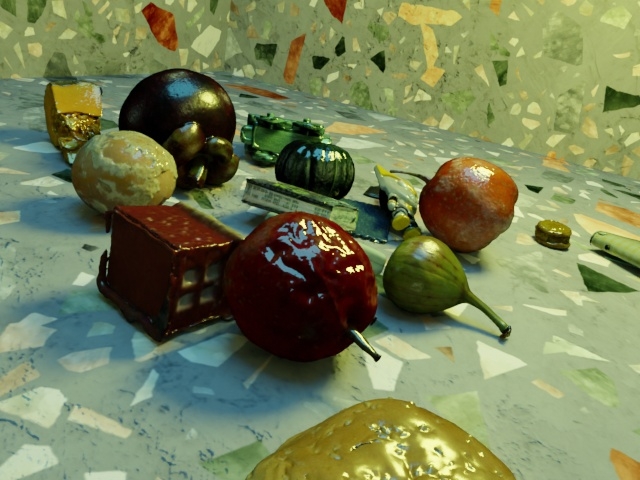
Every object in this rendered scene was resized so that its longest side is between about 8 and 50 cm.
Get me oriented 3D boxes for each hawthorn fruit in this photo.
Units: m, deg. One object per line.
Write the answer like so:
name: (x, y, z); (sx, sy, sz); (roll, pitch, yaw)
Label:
hawthorn fruit: (0.355, -0.092, 1.313); (0.263, 0.235, 0.231); (26, 45, -35)
hawthorn fruit: (-0.007, 0.091, 0.814); (0.266, 0.210, 0.230); (43, 40, 22)

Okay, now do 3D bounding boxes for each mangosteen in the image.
mangosteen: (-0.357, -0.278, 1.417); (0.307, 0.307, 0.347); (-14, 63, -44)

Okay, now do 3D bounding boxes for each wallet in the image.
wallet: (0.929, 0.059, 1.458); (0.223, 0.077, 0.309); (3, 22, -24)

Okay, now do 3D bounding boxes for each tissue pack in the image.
tissue pack: (-0.044, -0.084, 1.276); (0.235, 0.073, 0.173); (19, 8, 22)

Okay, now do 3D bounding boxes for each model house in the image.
model house: (-0.207, 0.031, 0.902); (0.196, 0.160, 0.254); (27, 26, 34)

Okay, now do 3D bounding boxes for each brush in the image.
brush: (0.189, -0.168, 1.713); (0.063, 0.016, 0.193); (18, 24, 12)

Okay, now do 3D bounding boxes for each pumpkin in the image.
pumpkin: (-0.015, -0.187, 1.456); (0.220, 0.162, 0.220); (14, 12, -3)
pumpkin: (-0.668, -0.337, 1.495); (0.139, 0.190, 0.280); (-7, 30, -38)

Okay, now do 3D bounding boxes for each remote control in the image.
remote control: (0.000, 0.000, 1.094); (0.140, 0.056, 0.296); (24, -1, -35)

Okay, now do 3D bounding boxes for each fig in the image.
fig: (0.248, 0.085, 1.011); (0.259, 0.151, 0.151); (19, 24, 9)

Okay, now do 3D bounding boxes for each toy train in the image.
toy train: (-0.121, -0.336, 1.800); (0.299, 0.167, 0.238); (7, 13, -13)

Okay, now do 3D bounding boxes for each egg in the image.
egg: (-0.422, -0.138, 1.154); (0.233, 0.195, 0.195); (-7, 19, 15)

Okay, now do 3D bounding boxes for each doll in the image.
doll: (0.210, -0.105, 1.457); (0.145, 0.103, 0.316); (23, 28, -13)

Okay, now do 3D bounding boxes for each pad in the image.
pad: (0.057, -0.072, 1.442); (0.269, 0.012, 0.269); (12, 23, 4)

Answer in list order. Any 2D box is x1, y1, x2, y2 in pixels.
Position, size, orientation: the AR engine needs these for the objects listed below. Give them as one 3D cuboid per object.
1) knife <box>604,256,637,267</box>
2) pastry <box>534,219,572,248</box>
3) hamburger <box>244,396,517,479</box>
knife: (0.840, 0.060, 1.499); (0.091, 0.005, 0.014); (19, 25, 18)
pastry: (0.664, -0.018, 1.534); (0.097, 0.057, 0.109); (-5, 27, -30)
hamburger: (0.060, 0.268, 0.503); (0.283, 0.144, 0.259); (-20, 40, -41)
